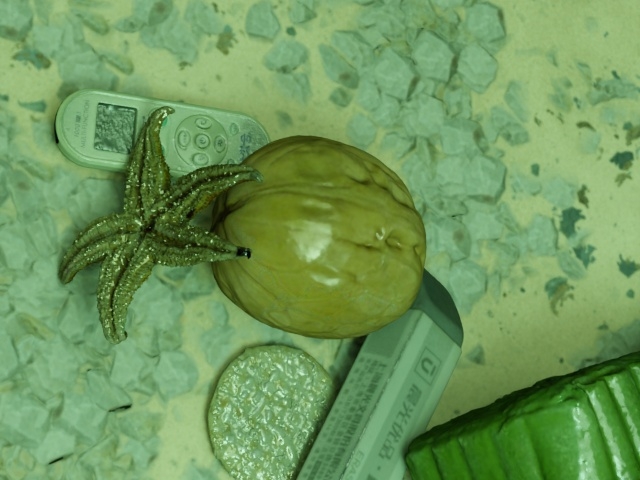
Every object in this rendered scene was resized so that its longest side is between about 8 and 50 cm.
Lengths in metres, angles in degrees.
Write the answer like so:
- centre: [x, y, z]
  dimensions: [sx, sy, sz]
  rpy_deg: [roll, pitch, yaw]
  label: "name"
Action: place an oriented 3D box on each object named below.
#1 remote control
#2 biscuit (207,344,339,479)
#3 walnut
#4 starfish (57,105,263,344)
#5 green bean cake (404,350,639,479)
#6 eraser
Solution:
- centre: [-0.156, -0.100, 1.652]
  dimensions: [0.221, 0.042, 0.078]
  rpy_deg: [8, 78, -17]
  label: "remote control"
- centre: [-0.043, 0.178, 1.649]
  dimensions: [0.152, 0.020, 0.152]
  rpy_deg: [5, 79, -23]
  label: "biscuit"
- centre: [0.000, 0.000, 1.612]
  dimensions: [0.221, 0.195, 0.195]
  rpy_deg: [18, 73, -38]
  label: "walnut"
- centre: [-0.154, -0.017, 1.565]
  dimensions: [0.043, 0.227, 0.241]
  rpy_deg: [37, 51, -57]
  label: "starfish"
- centre: [0.229, 0.194, 1.608]
  dimensions: [0.222, 0.248, 0.125]
  rpy_deg: [-16, 86, -42]
  label: "green bean cake"
- centre: [0.053, 0.186, 1.649]
  dimensions: [0.089, 0.061, 0.352]
  rpy_deg: [42, 67, -39]
  label: "eraser"
